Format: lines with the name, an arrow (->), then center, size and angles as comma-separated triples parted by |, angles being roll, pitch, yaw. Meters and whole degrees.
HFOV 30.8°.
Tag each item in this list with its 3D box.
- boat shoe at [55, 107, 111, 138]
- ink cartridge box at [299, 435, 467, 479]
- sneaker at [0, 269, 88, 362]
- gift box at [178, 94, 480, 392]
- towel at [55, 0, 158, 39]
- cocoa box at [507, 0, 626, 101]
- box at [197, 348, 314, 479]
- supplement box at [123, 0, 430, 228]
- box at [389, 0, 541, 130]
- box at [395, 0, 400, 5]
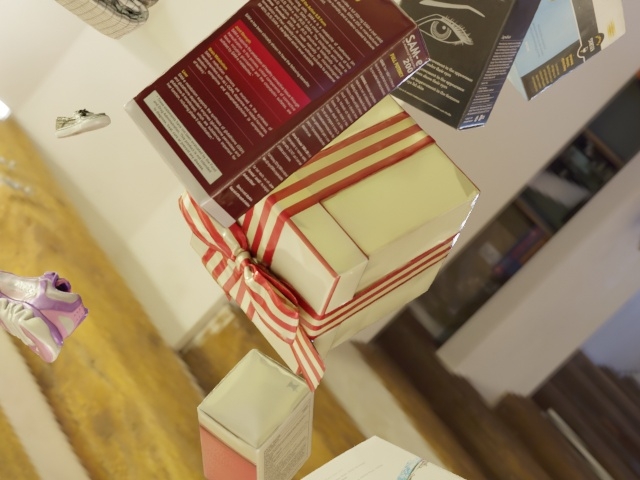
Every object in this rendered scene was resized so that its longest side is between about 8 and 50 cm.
boat shoe -> -0.426, -0.212, 2.059 | 0.049, 0.142, 0.040 | -12, -88, -49
ink cartridge box -> 0.096, 0.387, 1.475 | 0.168, 0.171, 0.233 | -24, -153, -34
sneaker -> -0.413, 0.084, 1.664 | 0.236, 0.104, 0.095 | 27, 152, 42
gift box -> 0.000, 0.000, 1.369 | 0.258, 0.276, 0.255 | -28, -118, -30
towel -> -0.456, -0.512, 2.225 | 0.284, 0.121, 0.235 | 33, 171, -20
cocoa box -> 0.359, -0.450, 2.011 | 0.231, 0.228, 0.347 | 56, -176, 27
box -> -0.104, 0.314, 1.895 | 0.127, 0.148, 0.232 | 31, 146, 21
supplement box -> -0.038, -0.139, 1.022 | 0.130, 0.239, 0.073 | 51, -178, 23
box -> 0.182, -0.274, 1.560 | 0.153, 0.207, 0.108 | 32, -157, 21
box -> 0.058, -0.329, 2.003 | 0.038, 0.186, 0.145 | 56, 156, 20
